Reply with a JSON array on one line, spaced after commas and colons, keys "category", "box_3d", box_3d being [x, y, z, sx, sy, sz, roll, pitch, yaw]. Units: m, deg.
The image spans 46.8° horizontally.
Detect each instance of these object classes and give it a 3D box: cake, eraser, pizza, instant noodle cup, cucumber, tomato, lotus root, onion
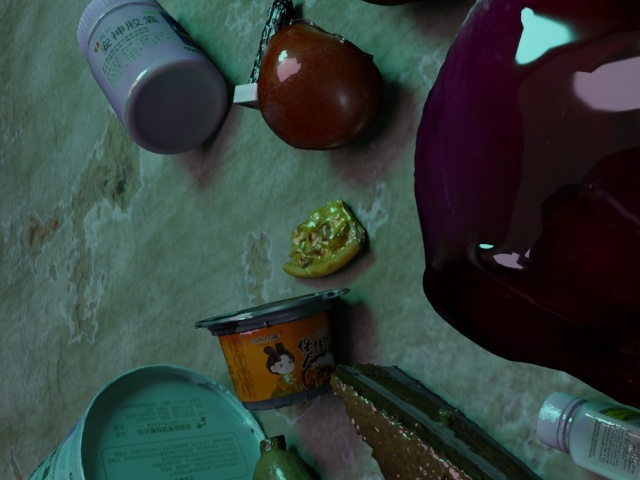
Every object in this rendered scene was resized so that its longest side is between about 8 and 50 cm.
[{"category": "cake", "box_3d": [0.117, 0.228, 0.758, 0.295, 0.116, 0.113, 43, 115, 43]}, {"category": "eraser", "box_3d": [-0.065, -0.194, 1.035, 0.065, 0.105, 0.026, 11, 93, 50]}, {"category": "pizza", "box_3d": [-0.001, 0.000, 0.986, 0.160, 0.035, 0.099, -18, 71, 46]}, {"category": "instant noodle cup", "box_3d": [-0.052, 0.142, 0.939, 0.208, 0.177, 0.126, -15, 86, 33]}, {"category": "cucumber", "box_3d": [-0.070, -0.278, 1.098, 0.053, 0.053, 0.182, 25, 101, 48]}, {"category": "tomato", "box_3d": [-0.009, -0.191, 0.934, 0.167, 0.167, 0.167, -9, 78, 48]}, {"category": "lotus root", "box_3d": [-0.040, 0.333, 0.951, 0.090, 0.077, 0.183, -52, 51, 30]}, {"category": "onion", "box_3d": [0.267, -0.101, 0.489, 0.398, 0.398, 0.420, -14, 53, 47]}]

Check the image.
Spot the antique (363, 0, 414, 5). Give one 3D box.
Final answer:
[{"category": "antique", "box_3d": [0.090, -0.384, 0.834, 0.278, 0.129, 0.224, 9, 115, 43]}]

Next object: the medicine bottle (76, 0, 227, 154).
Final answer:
[{"category": "medicine bottle", "box_3d": [-0.290, -0.292, 1.252, 0.178, 0.178, 0.291, -59, 45, 25]}]

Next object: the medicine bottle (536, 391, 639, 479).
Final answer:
[{"category": "medicine bottle", "box_3d": [0.253, 0.173, 0.643, 0.118, 0.074, 0.055, 12, 94, 50]}]

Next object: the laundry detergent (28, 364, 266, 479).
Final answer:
[{"category": "laundry detergent", "box_3d": [-0.260, 0.373, 1.038, 0.305, 0.287, 0.287, -47, 52, 34]}]
